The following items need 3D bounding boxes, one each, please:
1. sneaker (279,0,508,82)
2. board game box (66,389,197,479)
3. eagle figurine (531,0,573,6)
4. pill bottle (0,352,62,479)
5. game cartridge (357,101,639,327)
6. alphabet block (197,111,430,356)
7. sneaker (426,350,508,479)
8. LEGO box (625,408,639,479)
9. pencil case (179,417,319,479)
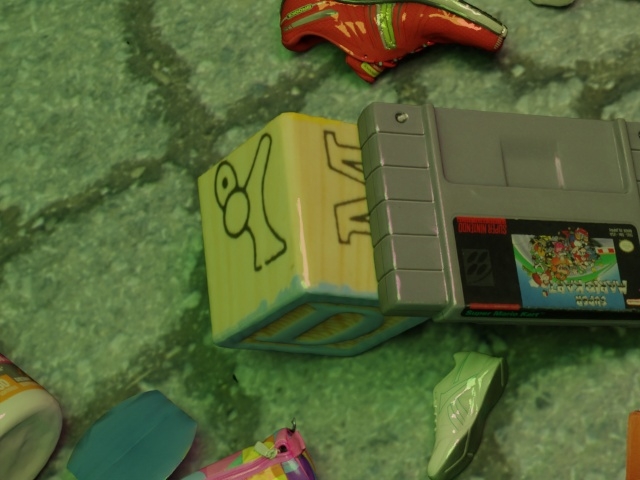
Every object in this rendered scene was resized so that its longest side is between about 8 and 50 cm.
[{"bbox_3d":[0.083,-0.240,1.788,0.279,0.107,0.118,12,93,21],"label":"sneaker"},{"bbox_3d":[-0.200,0.237,1.689,0.133,0.033,0.169,-42,35,-15],"label":"board game box"},{"bbox_3d":[0.365,-0.387,1.731,0.298,0.225,0.226,-14,110,-22],"label":"eagle figurine"},{"bbox_3d":[-0.438,0.168,1.723,0.278,0.162,0.162,34,82,22],"label":"pill bottle"},{"bbox_3d":[0.220,-0.023,1.583,0.355,0.068,0.230,2,63,-22],"label":"game cartridge"},{"bbox_3d":[0.000,0.000,1.621,0.192,0.193,0.197,-30,59,48],"label":"alphabet block"},{"bbox_3d":[0.145,0.187,1.634,0.061,0.054,0.152,18,70,29],"label":"sneaker"},{"bbox_3d":[0.546,0.259,1.271,0.500,0.372,0.193,-3,74,27],"label":"LEGO box"},{"bbox_3d":[-0.109,0.281,1.635,0.236,0.104,0.104,-27,67,4],"label":"pencil case"}]
